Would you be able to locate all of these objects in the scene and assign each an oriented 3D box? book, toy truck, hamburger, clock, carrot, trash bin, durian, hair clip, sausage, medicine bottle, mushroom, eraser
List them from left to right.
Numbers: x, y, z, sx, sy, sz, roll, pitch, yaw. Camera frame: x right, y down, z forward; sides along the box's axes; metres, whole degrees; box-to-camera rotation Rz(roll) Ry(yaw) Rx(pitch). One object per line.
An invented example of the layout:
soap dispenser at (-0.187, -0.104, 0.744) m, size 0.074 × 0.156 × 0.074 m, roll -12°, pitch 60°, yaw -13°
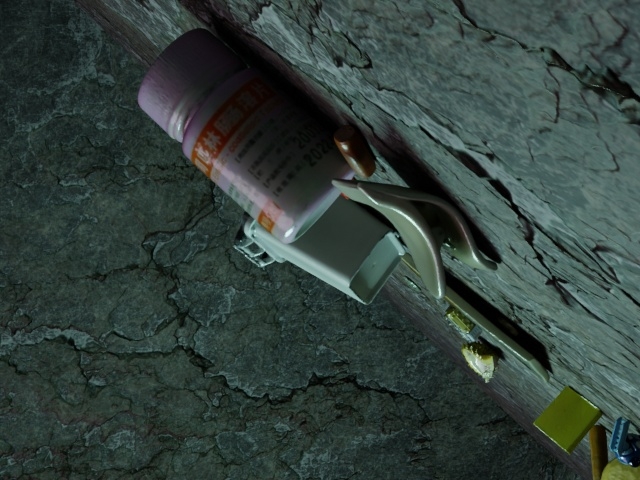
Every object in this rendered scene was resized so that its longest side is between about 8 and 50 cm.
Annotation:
medicine bottle at (-0.132, -0.195, 1.282) m, size 0.388 × 0.219 × 0.219 m, roll 43°, pitch 177°, yaw 3°
trash bin at (0.000, 0.000, 1.751) m, size 0.367 × 0.296 × 0.256 m, roll 34°, pitch 172°, yaw 29°
sausage at (0.060, -0.146, 1.160) m, size 0.039 × 0.041 × 0.131 m, roll 35°, pitch 173°, yaw 30°
clock at (0.299, 0.143, 2.255) m, size 0.074 × 0.010 × 0.083 m, roll 42°, pitch 177°, yaw 2°
hair clip at (0.162, -0.023, 1.106) m, size 0.282 × 0.113 × 0.172 m, roll 49°, pitch 175°, yaw -13°
toy truck at (0.390, 0.224, 1.892) m, size 0.123 × 0.052 × 0.063 m, roll 45°, pitch 170°, yaw -16°
book at (0.370, 0.183, 1.640) m, size 0.389 × 0.032 × 0.269 m, roll 42°, pitch -178°, yaw 33°
durian at (0.498, 0.347, 2.064) m, size 0.140 × 0.078 × 0.224 m, roll 54°, pitch 168°, yaw 10°
mushroom at (0.407, 0.187, 1.518) m, size 0.049 × 0.019 × 0.101 m, roll 43°, pitch -178°, yaw -12°
eraser at (0.568, 0.410, 1.585) m, size 0.097 × 0.122 × 0.045 m, roll 40°, pitch 177°, yaw 40°
carrot at (0.670, 0.552, 1.654) m, size 0.043 × 0.248 × 0.043 m, roll 8°, pitch 138°, yaw 8°
toy truck at (0.628, 0.409, 1.412) m, size 0.090 × 0.073 × 0.056 m, roll 57°, pitch 174°, yaw -10°
hamburger at (0.713, 0.557, 1.549) m, size 0.115 × 0.162 × 0.162 m, roll 37°, pitch 179°, yaw -29°

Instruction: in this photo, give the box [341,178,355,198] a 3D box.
box at (0.008, -0.162, 1.518) m, size 0.152 × 0.048 × 0.100 m, roll 42°, pitch 179°, yaw 41°
